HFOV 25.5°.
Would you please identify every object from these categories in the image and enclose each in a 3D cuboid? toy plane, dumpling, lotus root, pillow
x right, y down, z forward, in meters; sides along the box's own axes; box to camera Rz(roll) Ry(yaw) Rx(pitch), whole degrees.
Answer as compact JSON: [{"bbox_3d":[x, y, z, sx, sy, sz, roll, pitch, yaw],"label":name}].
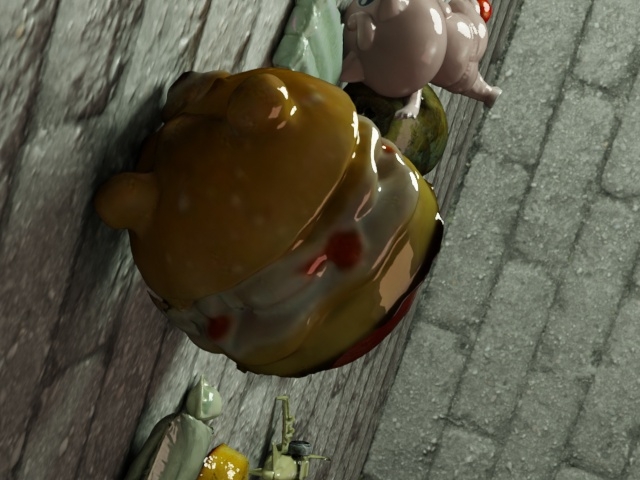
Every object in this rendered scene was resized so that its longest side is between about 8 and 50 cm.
[{"bbox_3d":[-0.058,0.377,2.383,0.256,0.104,0.242,-3,97,-71],"label":"toy plane"},{"bbox_3d":[-0.145,0.195,1.748,0.077,0.043,0.059,0,93,-62],"label":"dumpling"},{"bbox_3d":[0.106,-0.163,2.042,0.160,0.152,0.275,-58,170,11],"label":"lotus root"},{"bbox_3d":[-0.178,0.266,1.668,0.128,0.051,0.229,-58,169,-8],"label":"pillow"}]

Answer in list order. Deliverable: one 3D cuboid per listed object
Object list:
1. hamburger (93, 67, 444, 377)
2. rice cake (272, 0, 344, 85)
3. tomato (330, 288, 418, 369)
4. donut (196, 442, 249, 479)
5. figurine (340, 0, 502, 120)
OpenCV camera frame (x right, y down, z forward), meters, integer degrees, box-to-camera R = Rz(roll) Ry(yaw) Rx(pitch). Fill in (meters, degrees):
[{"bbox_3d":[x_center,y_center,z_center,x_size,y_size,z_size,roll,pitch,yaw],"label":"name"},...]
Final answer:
[{"bbox_3d":[-0.058,-0.033,1.249,0.237,0.276,0.276,43,59,-31],"label":"hamburger"},{"bbox_3d":[-0.011,-0.210,1.681,0.237,0.043,0.127,76,34,-73],"label":"rice cake"},{"bbox_3d":[-0.011,0.020,1.550,0.265,0.265,0.265,20,90,-79],"label":"tomato"},{"bbox_3d":[-0.145,0.362,2.008,0.152,0.058,0.152,19,90,-82],"label":"donut"},{"bbox_3d":[0.128,-0.265,1.900,0.287,0.186,0.176,-3,123,-41],"label":"figurine"}]
